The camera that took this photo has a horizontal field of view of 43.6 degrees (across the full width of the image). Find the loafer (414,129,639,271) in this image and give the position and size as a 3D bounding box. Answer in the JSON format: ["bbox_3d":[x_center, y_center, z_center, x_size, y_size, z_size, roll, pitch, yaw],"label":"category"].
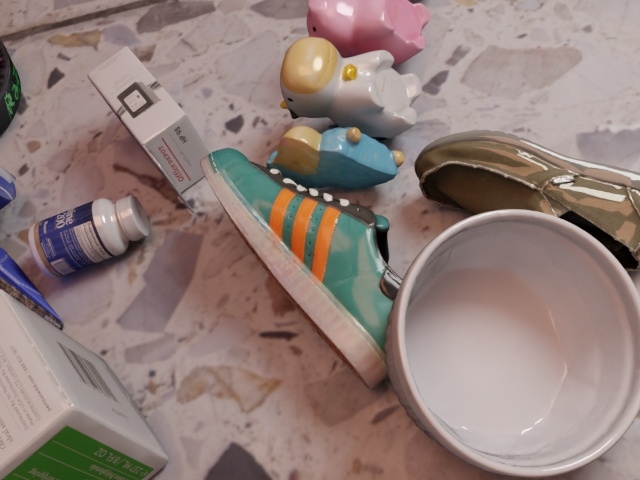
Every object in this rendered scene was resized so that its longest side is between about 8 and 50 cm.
[{"bbox_3d":[0.202,-0.034,0.755,0.251,0.094,0.088,14,63,23],"label":"loafer"}]

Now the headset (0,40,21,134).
[{"bbox_3d":[-0.597,-0.187,1.023,0.393,0.185,0.244,-16,58,-6],"label":"headset"}]

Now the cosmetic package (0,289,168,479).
[{"bbox_3d":[-0.348,0.240,0.709,0.365,0.197,0.155,-41,60,-6],"label":"cosmetic package"}]

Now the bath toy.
[{"bbox_3d":[0.037,-0.223,0.895,0.129,0.151,0.349,-17,50,49],"label":"bath toy"}]

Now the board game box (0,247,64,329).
[{"bbox_3d":[-0.455,0.100,0.795,0.291,0.232,0.141,-44,60,-9],"label":"board game box"}]

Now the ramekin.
[{"bbox_3d":[0.150,0.087,0.660,0.207,0.109,0.207,2,76,-8],"label":"ramekin"}]

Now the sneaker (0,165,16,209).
[{"bbox_3d":[-0.493,0.027,0.922,0.315,0.127,0.182,-22,62,12],"label":"sneaker"}]

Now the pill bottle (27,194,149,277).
[{"bbox_3d":[-0.256,-0.008,0.891,0.120,0.067,0.067,-20,58,5],"label":"pill bottle"}]

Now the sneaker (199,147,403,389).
[{"bbox_3d":[0.000,0.000,0.795,0.121,0.108,0.302,-38,67,-7],"label":"sneaker"}]

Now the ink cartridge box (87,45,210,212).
[{"bbox_3d":[-0.183,-0.126,0.914,0.060,0.104,0.180,-37,59,-7],"label":"ink cartridge box"}]
